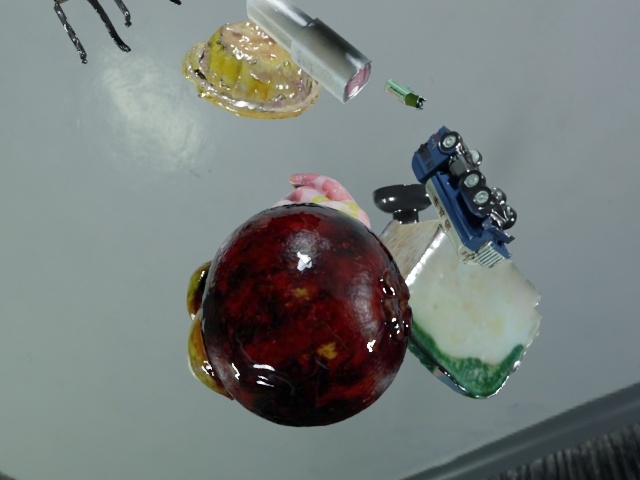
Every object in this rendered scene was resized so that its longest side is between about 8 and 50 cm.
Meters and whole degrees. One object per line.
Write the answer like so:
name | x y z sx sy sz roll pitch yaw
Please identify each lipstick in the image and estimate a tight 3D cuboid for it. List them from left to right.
lipstick | -0.024 -0.356 1.239 0.253 0.077 0.079 41 164 14

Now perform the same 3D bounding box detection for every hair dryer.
hair dryer | 0.237 -0.001 1.611 0.155 0.321 0.284 0 162 -18

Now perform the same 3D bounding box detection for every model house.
model house | 0.203 0.115 1.288 0.298 0.284 0.243 43 75 -21

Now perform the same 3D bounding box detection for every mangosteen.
mangosteen | -0.021 0.066 0.605 0.209 0.210 0.210 5 121 8

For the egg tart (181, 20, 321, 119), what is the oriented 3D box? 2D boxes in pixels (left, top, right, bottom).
egg tart | -0.160 -0.427 1.672 0.351 0.352 0.150 17 131 0

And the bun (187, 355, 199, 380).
bun | -0.154 0.174 1.079 0.115 0.115 0.069 -5 96 14

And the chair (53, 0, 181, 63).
chair | -0.338 -0.376 0.991 0.149 0.174 0.213 -2 134 49

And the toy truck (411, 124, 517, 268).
toy truck | 0.187 -0.053 0.897 0.088 0.202 0.074 -39 137 24

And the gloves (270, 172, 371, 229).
gloves | 0.000 -0.007 0.833 0.145 0.241 0.126 -13 146 -9

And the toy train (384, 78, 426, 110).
toy train | 0.214 -0.362 1.726 0.070 0.148 0.038 15 110 -25
